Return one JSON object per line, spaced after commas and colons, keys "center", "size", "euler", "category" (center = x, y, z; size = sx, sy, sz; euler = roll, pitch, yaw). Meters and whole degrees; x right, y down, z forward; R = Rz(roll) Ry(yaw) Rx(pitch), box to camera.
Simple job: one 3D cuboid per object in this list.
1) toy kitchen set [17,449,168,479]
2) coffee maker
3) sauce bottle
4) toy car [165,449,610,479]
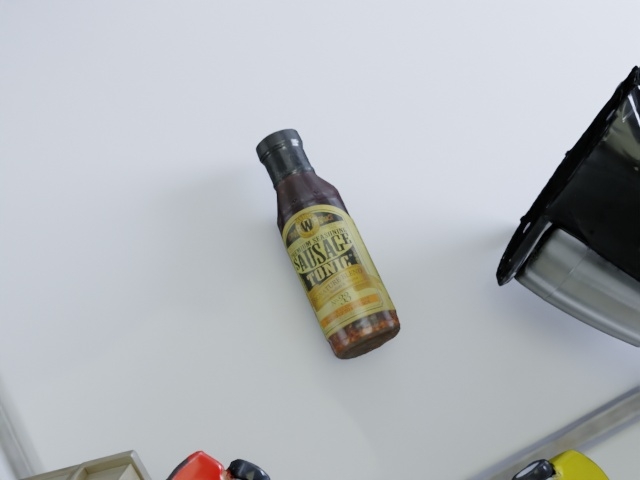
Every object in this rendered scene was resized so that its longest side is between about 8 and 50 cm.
{"center": [-0.097, 0.140, 0.561], "size": [0.083, 0.075, 0.068], "euler": [64, 26, -17], "category": "toy kitchen set"}
{"center": [0.205, 0.003, 0.593], "size": [0.178, 0.171, 0.120], "euler": [33, 50, 3], "category": "coffee maker"}
{"center": [0.000, 0.000, 0.627], "size": [0.042, 0.042, 0.128], "euler": [-21, 72, -18], "category": "sauce bottle"}
{"center": [0.036, 0.211, 0.534], "size": [0.239, 0.053, 0.225], "euler": [2, 72, -18], "category": "toy car"}
